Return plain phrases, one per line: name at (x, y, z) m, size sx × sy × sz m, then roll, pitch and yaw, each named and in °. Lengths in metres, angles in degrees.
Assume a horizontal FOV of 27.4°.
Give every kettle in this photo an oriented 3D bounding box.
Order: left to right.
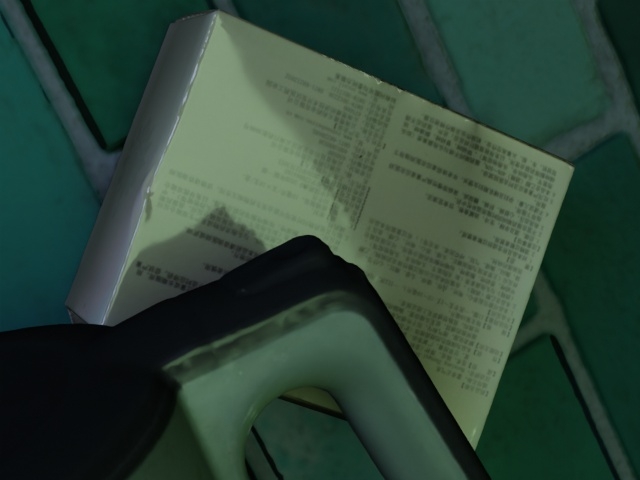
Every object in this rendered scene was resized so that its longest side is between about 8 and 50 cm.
kettle at (-0.058, 0.221, 0.562) m, size 0.361 × 0.250 × 0.377 m, roll -24°, pitch 109°, yaw -11°

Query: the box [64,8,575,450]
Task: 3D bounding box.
box at (0.000, 0.000, 0.674) m, size 0.212 × 0.095 × 0.168 m, roll 21°, pitch 86°, yaw -21°
